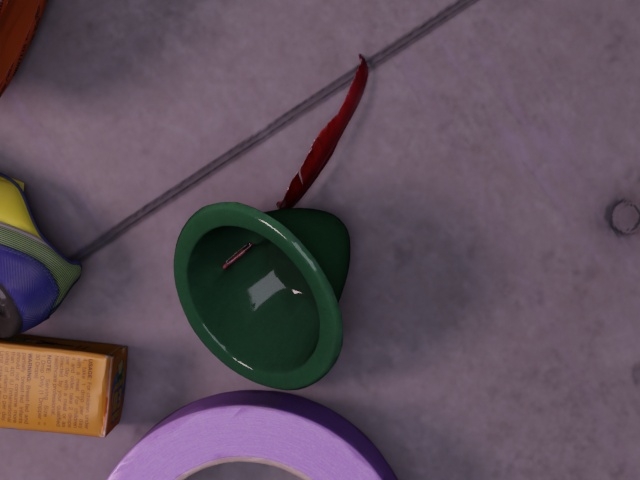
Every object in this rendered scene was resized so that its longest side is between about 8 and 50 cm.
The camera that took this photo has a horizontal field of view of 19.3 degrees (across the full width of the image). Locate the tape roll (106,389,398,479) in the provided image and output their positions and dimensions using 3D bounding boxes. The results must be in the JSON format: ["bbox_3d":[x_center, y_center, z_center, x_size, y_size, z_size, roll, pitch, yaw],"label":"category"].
[{"bbox_3d":[-0.058,0.268,1.593,0.275,0.090,0.275,0,95,5],"label":"tape roll"}]

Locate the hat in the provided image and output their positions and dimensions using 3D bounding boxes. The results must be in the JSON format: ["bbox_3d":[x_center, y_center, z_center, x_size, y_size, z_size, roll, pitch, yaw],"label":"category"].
[{"bbox_3d":[0.000,0.000,1.601,0.173,0.183,0.208,44,138,7],"label":"hat"}]

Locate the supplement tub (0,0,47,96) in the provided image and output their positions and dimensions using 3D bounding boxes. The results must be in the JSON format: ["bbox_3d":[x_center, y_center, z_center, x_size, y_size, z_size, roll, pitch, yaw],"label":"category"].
[{"bbox_3d":[-0.400,-0.236,1.522,0.338,0.207,0.207,25,96,2],"label":"supplement tub"}]

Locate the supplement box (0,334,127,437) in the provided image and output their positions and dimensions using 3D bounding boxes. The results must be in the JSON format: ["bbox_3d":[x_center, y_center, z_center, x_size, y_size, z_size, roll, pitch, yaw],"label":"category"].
[{"bbox_3d":[-0.287,0.117,1.605,0.233,0.078,0.080,3,95,5],"label":"supplement box"}]

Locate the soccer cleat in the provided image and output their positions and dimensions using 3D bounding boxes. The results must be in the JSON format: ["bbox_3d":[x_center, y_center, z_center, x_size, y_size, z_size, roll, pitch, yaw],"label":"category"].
[{"bbox_3d":[-0.322,-0.040,1.603,0.289,0.093,0.121,47,54,10],"label":"soccer cleat"}]
